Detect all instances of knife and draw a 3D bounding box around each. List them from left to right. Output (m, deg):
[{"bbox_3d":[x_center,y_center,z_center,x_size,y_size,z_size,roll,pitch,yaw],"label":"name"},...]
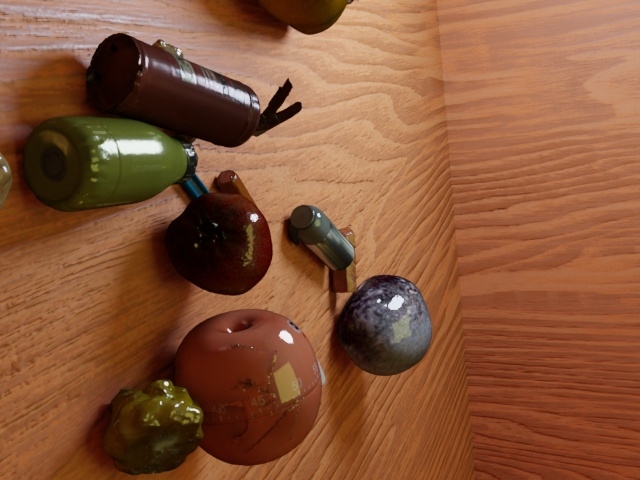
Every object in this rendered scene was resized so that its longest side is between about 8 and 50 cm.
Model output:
[{"bbox_3d":[-0.197,-0.071,1.174,0.044,0.026,0.296,-66,149,-25],"label":"knife"}]

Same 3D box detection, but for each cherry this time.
[{"bbox_3d":[0.167,0.218,1.808,0.296,0.218,0.255,-29,115,-53],"label":"cherry"}]

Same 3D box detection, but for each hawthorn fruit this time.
[{"bbox_3d":[-0.150,0.012,1.115,0.188,0.169,0.169,57,37,-71],"label":"hawthorn fruit"}]

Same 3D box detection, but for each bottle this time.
[{"bbox_3d":[-0.255,-0.102,0.919,0.260,0.112,0.112,-18,105,-67],"label":"bottle"},{"bbox_3d":[0.000,0.000,1.596,0.096,0.079,0.254,-48,150,-3],"label":"bottle"}]

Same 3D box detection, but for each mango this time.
[{"bbox_3d":[-0.030,-0.540,1.374,0.378,0.221,0.264,45,55,-77],"label":"mango"}]

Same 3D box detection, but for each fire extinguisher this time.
[{"bbox_3d":[-0.159,-0.212,1.033,0.337,0.147,0.107,8,52,-54],"label":"fire extinguisher"}]

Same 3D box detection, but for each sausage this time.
[{"bbox_3d":[-0.146,-0.074,1.279,0.131,0.041,0.039,62,13,-49],"label":"sausage"},{"bbox_3d":[0.059,0.044,1.746,0.065,0.065,0.170,3,85,-68],"label":"sausage"}]

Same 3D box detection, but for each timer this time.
[{"bbox_3d":[-0.112,0.221,1.096,0.229,0.229,0.215,-46,124,-61],"label":"timer"}]

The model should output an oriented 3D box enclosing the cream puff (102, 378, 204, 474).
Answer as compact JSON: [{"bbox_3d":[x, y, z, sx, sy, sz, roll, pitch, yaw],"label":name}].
[{"bbox_3d":[-0.230,0.245,0.966,0.116,0.146,0.146,55,-7,45],"label":"cream puff"}]

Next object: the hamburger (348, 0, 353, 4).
[{"bbox_3d":[0.064,-0.673,1.768,0.189,0.093,0.164,-52,135,-60],"label":"hamburger"}]

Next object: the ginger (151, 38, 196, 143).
[{"bbox_3d":[-0.221,-0.232,1.096,0.069,0.051,0.173,-64,144,-42],"label":"ginger"}]

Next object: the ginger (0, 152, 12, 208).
[{"bbox_3d":[-0.351,-0.023,0.687,0.115,0.122,0.193,-95,176,-55],"label":"ginger"}]

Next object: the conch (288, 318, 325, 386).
[{"bbox_3d":[-0.048,0.247,1.437,0.104,0.094,0.176,-13,99,-27],"label":"conch"}]
